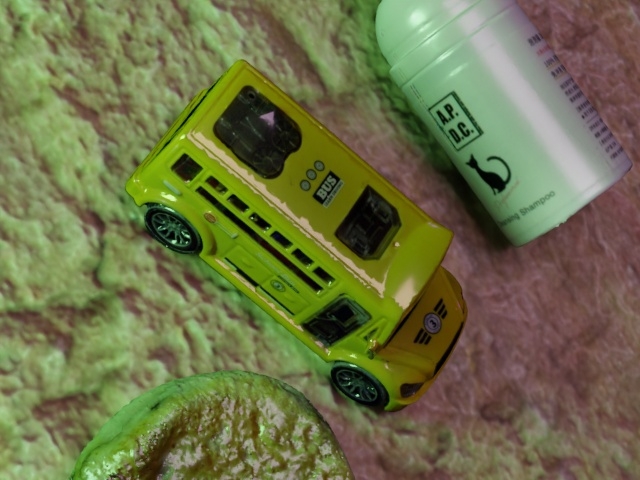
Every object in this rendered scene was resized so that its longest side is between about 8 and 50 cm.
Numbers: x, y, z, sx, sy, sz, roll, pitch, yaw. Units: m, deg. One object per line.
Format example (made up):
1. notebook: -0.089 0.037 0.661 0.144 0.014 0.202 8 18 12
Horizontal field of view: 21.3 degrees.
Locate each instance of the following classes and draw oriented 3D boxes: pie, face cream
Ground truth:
1. pie: -0.080 0.244 1.435 0.277 0.078 0.277 7 74 -26
2. face cream: 0.138 -0.180 1.655 0.145 0.145 0.370 -37 90 -32

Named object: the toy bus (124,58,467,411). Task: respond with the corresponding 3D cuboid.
1. toy bus: 0.000 0.000 1.513 0.331 0.151 0.145 40 57 -8
